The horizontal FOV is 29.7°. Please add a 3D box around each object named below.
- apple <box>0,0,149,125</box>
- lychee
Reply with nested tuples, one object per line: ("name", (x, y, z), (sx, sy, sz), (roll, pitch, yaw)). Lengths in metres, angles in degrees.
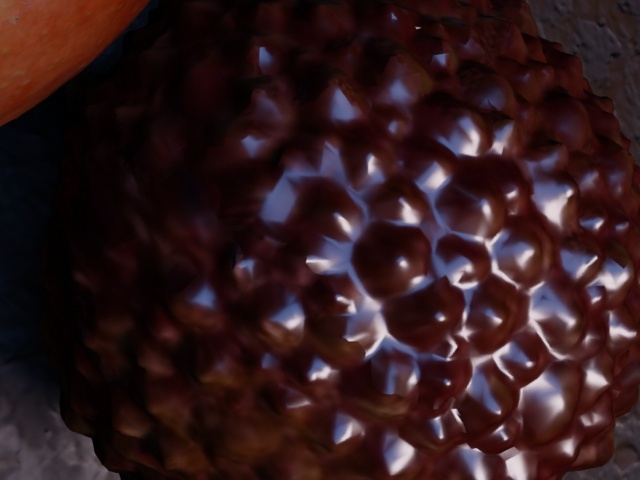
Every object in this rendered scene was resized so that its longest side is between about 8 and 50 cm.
("apple", (-0.189, -0.170, 0.412), (0.319, 0.277, 0.319), (1, 88, -29))
("lychee", (0.000, 0.000, 0.519), (0.300, 0.264, 0.264), (31, 66, 24))
